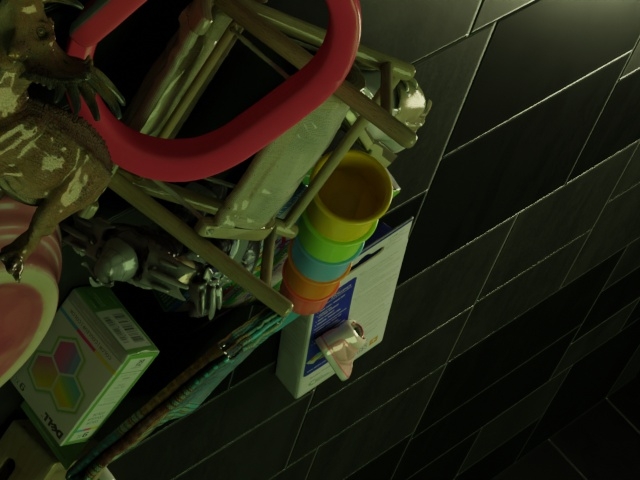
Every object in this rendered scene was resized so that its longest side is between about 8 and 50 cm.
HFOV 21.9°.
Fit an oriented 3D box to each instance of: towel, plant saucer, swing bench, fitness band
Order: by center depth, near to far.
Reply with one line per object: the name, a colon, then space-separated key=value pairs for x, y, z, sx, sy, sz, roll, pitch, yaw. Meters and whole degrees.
fitness band: x=-0.101 y=-0.173 z=1.491 sx=0.291 sy=0.054 sz=0.209 roll=-34 pitch=120 yaw=21
plant saucer: x=-0.386 y=0.089 z=1.643 sx=0.332 sy=0.084 sz=0.332 roll=-36 pitch=158 yaw=-18
swing bench: x=-0.075 y=-0.106 z=1.659 sx=0.253 sy=0.254 sz=0.165 roll=-53 pitch=-162 yaw=28
towel: x=-0.152 y=0.178 z=2.078 sx=0.271 sy=0.040 sz=0.370 roll=-41 pitch=177 yaw=18

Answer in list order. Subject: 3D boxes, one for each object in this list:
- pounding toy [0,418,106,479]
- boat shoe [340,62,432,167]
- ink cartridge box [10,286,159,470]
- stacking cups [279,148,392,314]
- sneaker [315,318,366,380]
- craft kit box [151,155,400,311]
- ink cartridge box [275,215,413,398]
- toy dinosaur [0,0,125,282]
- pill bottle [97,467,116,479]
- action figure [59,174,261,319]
pounding toy: x=-0.389 y=0.311 z=2.032 sx=0.181 sy=0.094 sz=0.206 roll=-54 pitch=157 yaw=13
boat shoe: x=0.058 y=-0.167 z=1.920 sx=0.103 sy=0.113 sz=0.302 roll=-46 pitch=169 yaw=4
ink cartridge box: x=-0.289 y=0.164 z=1.919 sx=0.209 sy=0.109 sz=0.062 roll=-51 pitch=157 yaw=24
stacking cups: x=0.000 y=0.000 z=1.951 sx=0.096 sy=0.096 sz=0.316 roll=-33 pitch=168 yaw=-24
sneaker: x=0.039 y=0.158 z=2.403 sx=0.070 sy=0.051 sz=0.134 roll=-35 pitch=154 yaw=-3
craft kit box: x=-0.054 y=-0.008 z=2.038 sx=0.250 sy=0.061 sz=0.246 roll=-41 pitch=158 yaw=23
ink cartridge box: x=0.030 y=0.088 z=2.404 sx=0.175 sy=0.069 sz=0.371 roll=-33 pitch=159 yaw=-23
toy dinosaur: x=-0.243 y=-0.085 z=1.468 sx=0.200 sy=0.127 sz=0.296 roll=-36 pitch=152 yaw=-1
pill bottle: x=-0.364 y=0.376 z=2.182 sx=0.208 sy=0.117 sz=0.118 roll=-36 pitch=158 yaw=-18
action figure: x=-0.165 y=0.014 z=1.779 sx=0.285 sy=0.185 sz=0.099 roll=-22 pitch=144 yaw=-61
